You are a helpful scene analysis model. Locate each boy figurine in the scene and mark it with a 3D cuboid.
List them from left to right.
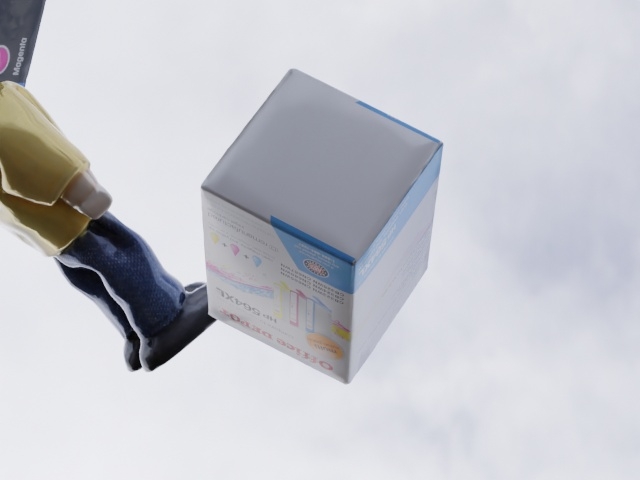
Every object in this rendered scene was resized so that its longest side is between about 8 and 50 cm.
[{"bbox_3d":[-0.180,-0.043,1.243,0.092,0.177,0.285,-41,-84,-15],"label":"boy figurine"}]

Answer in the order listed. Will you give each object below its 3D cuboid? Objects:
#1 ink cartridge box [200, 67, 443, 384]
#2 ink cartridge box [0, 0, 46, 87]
[{"bbox_3d":[0.000,0.000,1.016,0.092,0.090,0.143,27,-30,16],"label":"ink cartridge box"},{"bbox_3d":[-0.339,-0.116,1.338,0.069,0.371,0.175,23,-75,29],"label":"ink cartridge box"}]
